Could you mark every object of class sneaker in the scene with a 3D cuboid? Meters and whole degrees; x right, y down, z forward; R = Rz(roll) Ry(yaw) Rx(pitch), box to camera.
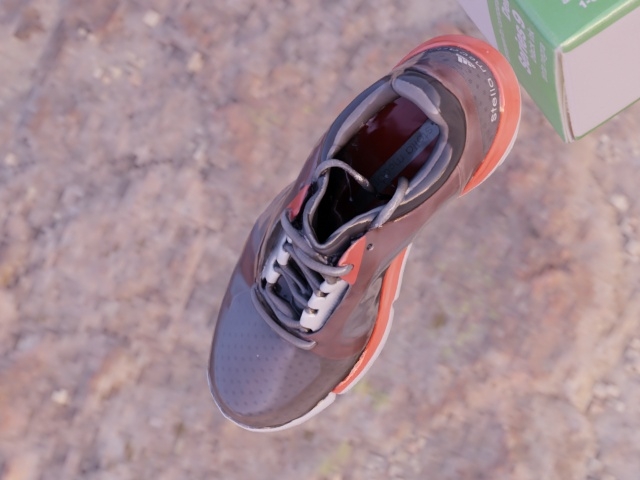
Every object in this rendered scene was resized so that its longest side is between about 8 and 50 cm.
[{"bbox_3d":[0.000,0.000,0.572,0.061,0.065,0.158,38,114,16],"label":"sneaker"}]

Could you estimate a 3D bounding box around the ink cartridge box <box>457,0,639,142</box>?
[{"bbox_3d":[0.135,-0.234,0.964,0.211,0.121,0.289,-34,66,-2],"label":"ink cartridge box"}]
